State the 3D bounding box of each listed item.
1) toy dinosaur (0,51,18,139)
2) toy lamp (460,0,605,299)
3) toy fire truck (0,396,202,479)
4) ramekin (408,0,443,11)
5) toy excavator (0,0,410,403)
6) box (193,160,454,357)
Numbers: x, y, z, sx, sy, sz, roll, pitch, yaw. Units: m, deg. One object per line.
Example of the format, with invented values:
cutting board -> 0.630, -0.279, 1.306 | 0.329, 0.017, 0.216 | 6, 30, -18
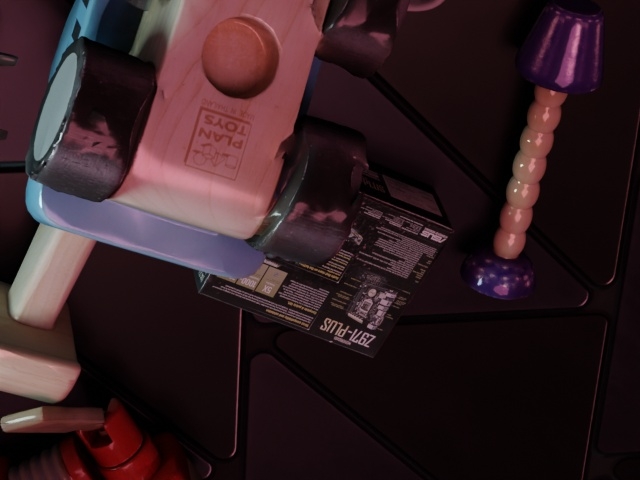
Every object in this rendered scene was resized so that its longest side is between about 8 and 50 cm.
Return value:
toy dinosaur -> -0.358, -0.103, 1.431 | 0.218, 0.322, 0.164 | 18, 76, -24
toy lamp -> 0.188, -0.081, 1.641 | 0.080, 0.080, 0.274 | 4, 122, -14
toy fire truck -> -0.240, 0.220, 1.688 | 0.217, 0.158, 0.246 | -25, 120, 5
ramekin -> 0.037, -0.279, 1.416 | 0.207, 0.207, 0.109 | 42, 73, -29
toy excavator -> -0.142, -0.065, 1.470 | 0.222, 0.445, 0.432 | 17, 88, -19
box -> 0.000, 0.000, 1.648 | 0.180, 0.077, 0.147 | 21, 114, -22
